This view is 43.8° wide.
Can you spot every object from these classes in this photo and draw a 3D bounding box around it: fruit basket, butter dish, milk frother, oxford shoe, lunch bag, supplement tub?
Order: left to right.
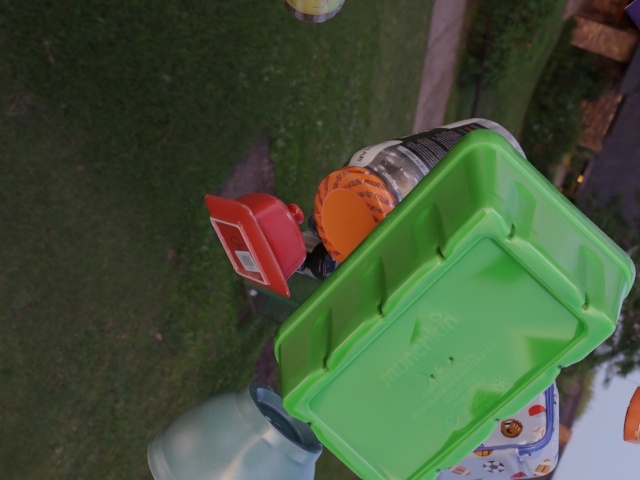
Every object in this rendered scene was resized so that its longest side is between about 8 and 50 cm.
[{"bbox_3d":[-0.076,-0.014,1.185,0.118,0.160,0.160,-33,113,-24],"label":"butter dish"},{"bbox_3d":[0.000,0.000,1.442,0.129,0.135,0.143,20,89,-33],"label":"milk frother"},{"bbox_3d":[0.168,-0.072,1.298,0.338,0.207,0.207,-19,136,-38],"label":"supplement tub"},{"bbox_3d":[0.156,0.085,0.914,0.392,0.283,0.392,-47,-177,3],"label":"fruit basket"},{"bbox_3d":[0.272,0.308,1.435,0.243,0.303,0.115,-75,149,-44],"label":"lunch bag"},{"bbox_3d":[0.567,0.248,1.271,0.271,0.098,0.097,-37,129,-46],"label":"oxford shoe"}]

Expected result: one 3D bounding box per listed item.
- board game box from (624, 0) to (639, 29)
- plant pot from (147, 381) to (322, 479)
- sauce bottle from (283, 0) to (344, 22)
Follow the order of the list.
[{"bbox_3d":[0.418,-0.232,0.808,0.048,0.141,0.170,-36,178,-28],"label":"board game box"},{"bbox_3d":[-0.121,0.372,1.379,0.196,0.293,0.293,-47,165,7],"label":"plant pot"},{"bbox_3d":[0.000,-0.430,1.112,0.111,0.111,0.344,-62,177,-12],"label":"sauce bottle"}]
